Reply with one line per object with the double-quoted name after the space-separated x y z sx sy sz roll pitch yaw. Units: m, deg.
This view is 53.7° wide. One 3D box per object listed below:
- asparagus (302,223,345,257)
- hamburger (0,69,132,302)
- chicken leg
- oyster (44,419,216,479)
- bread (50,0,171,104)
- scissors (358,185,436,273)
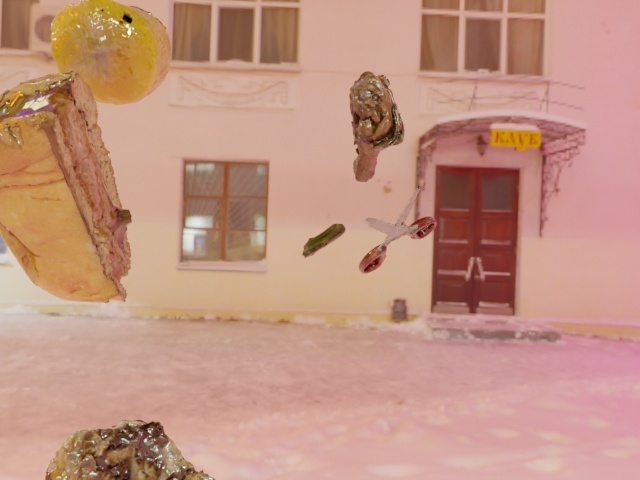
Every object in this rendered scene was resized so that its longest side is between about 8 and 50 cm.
0.001 0.001 0.991 0.021 0.025 0.108 -23 8 46 "asparagus"
-0.265 -0.041 0.637 0.130 0.262 0.124 -3 44 0 "hamburger"
0.085 -0.178 1.028 0.080 0.196 0.125 -10 31 -9 "chicken leg"
-0.248 0.334 0.770 0.214 0.223 0.083 38 -7 1 "oyster"
-0.379 -0.350 1.171 0.197 0.197 0.170 2 22 7 "bread"
0.109 -0.015 0.915 0.144 0.017 0.248 -33 -17 -1 "scissors"
